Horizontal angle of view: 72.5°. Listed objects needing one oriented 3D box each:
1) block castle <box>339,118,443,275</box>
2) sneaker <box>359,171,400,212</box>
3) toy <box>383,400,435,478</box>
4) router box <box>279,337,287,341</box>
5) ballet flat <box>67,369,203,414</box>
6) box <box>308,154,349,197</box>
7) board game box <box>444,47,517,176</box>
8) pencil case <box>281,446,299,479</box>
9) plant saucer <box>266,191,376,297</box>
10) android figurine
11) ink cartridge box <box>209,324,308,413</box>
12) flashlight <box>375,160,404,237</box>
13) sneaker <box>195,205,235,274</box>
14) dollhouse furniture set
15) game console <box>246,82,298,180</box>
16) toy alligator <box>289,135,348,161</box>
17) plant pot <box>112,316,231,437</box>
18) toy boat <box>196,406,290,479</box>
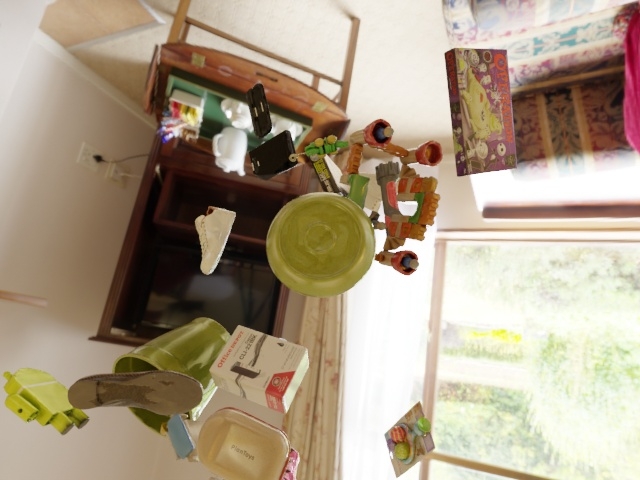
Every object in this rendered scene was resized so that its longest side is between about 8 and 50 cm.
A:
[{"bbox_3d":[0.219,-0.128,1.415,0.302,0.454,0.212,14,178,-26],"label":"block castle"},{"bbox_3d":[0.280,-0.200,1.887,0.292,0.169,0.108,7,-170,10],"label":"sneaker"},{"bbox_3d":[0.242,0.593,1.294,0.056,0.137,0.237,11,132,-24],"label":"toy"},{"bbox_3d":[-0.127,0.433,1.667,0.133,0.046,0.179,39,177,14],"label":"router box"},{"bbox_3d":[-0.344,0.284,0.828,0.249,0.084,0.058,-1,179,-1],"label":"ballet flat"},{"bbox_3d":[0.054,-0.233,1.778,0.060,0.216,0.270,-28,161,13],"label":"box"},{"bbox_3d":[0.463,-0.366,1.251,0.208,0.347,0.056,-12,-173,-30],"label":"board game box"},{"bbox_3d":[-0.107,0.660,1.230,0.095,0.098,0.209,52,-178,-2],"label":"pencil case"},{"bbox_3d":[0.000,0.000,0.932,0.240,0.241,0.037,8,163,6],"label":"plant saucer"},{"bbox_3d":[-0.834,0.477,1.318,0.272,0.056,0.248,35,171,7],"label":"android figurine"},{"bbox_3d":[-0.202,0.427,1.472,0.272,0.197,0.114,14,135,18],"label":"ink cartridge box"},{"bbox_3d":[0.287,-0.154,1.689,0.103,0.304,0.103,0,168,-22],"label":"flashlight"},{"bbox_3d":[-0.381,-0.006,1.482,0.123,0.290,0.106,21,129,-13],"label":"sneaker"},{"bbox_3d":[-0.377,0.726,1.386,0.303,0.198,0.286,44,-178,39],"label":"dollhouse furniture set"},{"bbox_3d":[-0.204,-0.420,1.655,0.213,0.362,0.043,-17,174,40],"label":"game console"},{"bbox_3d":[-0.009,-0.291,1.357,0.189,0.051,0.056,-14,137,0],"label":"toy alligator"},{"bbox_3d":[-0.519,0.483,1.673,0.366,0.367,0.353,0,-156,28],"label":"plant pot"},{"bbox_3d":[-0.187,0.514,1.086,0.230,0.151,0.151,22,161,11],"label":"toy boat"}]
